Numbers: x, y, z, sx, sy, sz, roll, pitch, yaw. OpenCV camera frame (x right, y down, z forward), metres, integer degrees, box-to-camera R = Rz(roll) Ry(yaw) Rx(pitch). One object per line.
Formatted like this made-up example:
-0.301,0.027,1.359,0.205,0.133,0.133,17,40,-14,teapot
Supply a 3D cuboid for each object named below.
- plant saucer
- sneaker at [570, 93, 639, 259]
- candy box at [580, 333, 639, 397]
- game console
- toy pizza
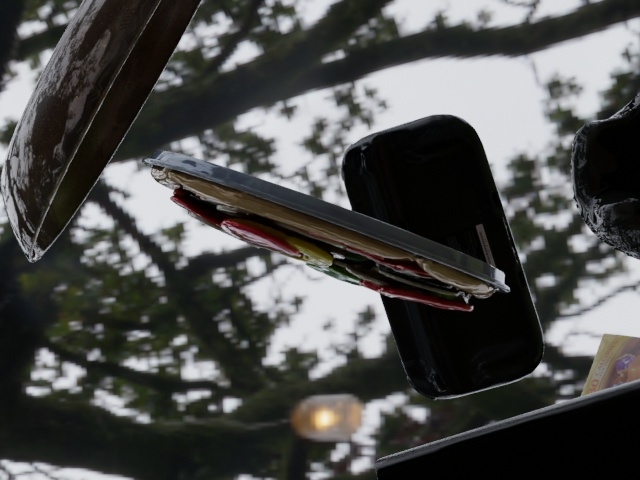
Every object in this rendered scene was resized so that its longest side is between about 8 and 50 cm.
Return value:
-0.140,-0.130,1.141,0.050,0.310,0.310,31,-117,-3,plant saucer
0.141,-0.054,0.376,0.106,0.234,0.078,4,-122,-30,sneaker
0.244,0.171,1.305,0.053,0.109,0.186,29,-103,-29,candy box
0.126,0.085,1.181,0.044,0.213,0.361,-47,-61,-81,game console
0.000,0.000,0.854,0.201,0.201,0.032,20,-92,-36,toy pizza
